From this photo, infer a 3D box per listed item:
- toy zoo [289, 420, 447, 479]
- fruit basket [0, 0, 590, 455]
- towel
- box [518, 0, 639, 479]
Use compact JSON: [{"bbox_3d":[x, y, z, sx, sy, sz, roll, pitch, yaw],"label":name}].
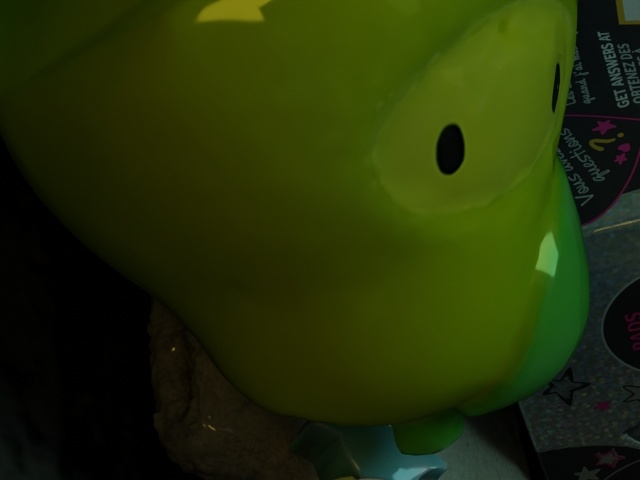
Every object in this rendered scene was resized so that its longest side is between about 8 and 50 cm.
[{"bbox_3d":[0.035,0.179,0.432,0.192,0.030,0.293,3,54,-31],"label":"toy zoo"},{"bbox_3d":[-0.035,-0.126,0.428,0.392,0.283,0.392,14,48,-16],"label":"fruit basket"},{"bbox_3d":[0.000,0.000,0.631,0.187,0.049,0.282,32,37,-37],"label":"towel"},{"bbox_3d":[0.144,0.021,0.650,0.163,0.142,0.247,-93,164,-45],"label":"box"}]
